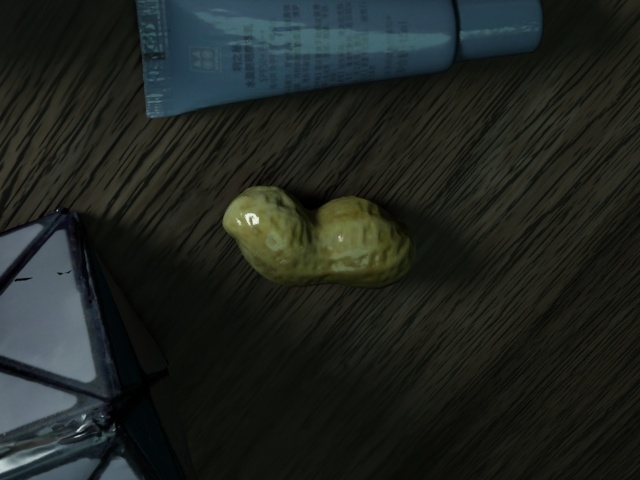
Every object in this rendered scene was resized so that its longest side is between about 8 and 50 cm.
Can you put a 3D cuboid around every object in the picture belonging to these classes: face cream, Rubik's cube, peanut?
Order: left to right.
[{"bbox_3d":[-0.301,0.202,1.225,0.310,0.305,0.307,-23,133,-4],"label":"Rubik's cube"},{"bbox_3d":[0.000,0.000,1.325,0.229,0.098,0.103,5,84,-27],"label":"peanut"},{"bbox_3d":[0.021,-0.195,1.185,0.385,0.086,0.135,-7,127,-10],"label":"face cream"}]
